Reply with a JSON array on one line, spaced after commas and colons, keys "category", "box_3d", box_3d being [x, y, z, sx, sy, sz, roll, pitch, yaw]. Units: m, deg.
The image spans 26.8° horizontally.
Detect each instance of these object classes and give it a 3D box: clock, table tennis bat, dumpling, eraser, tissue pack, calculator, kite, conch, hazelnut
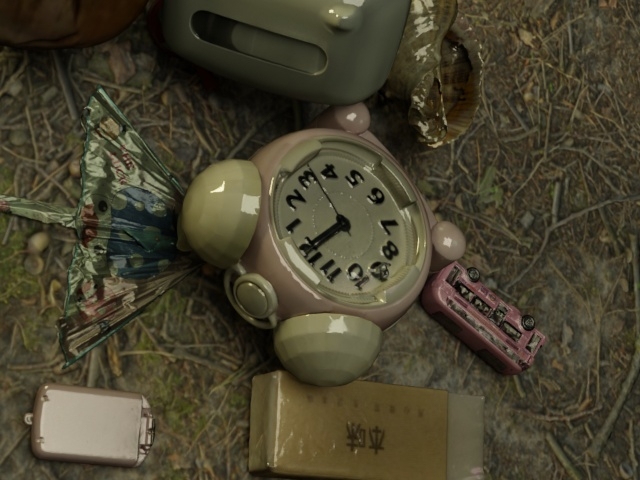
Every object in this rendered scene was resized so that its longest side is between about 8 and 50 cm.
[{"category": "clock", "box_3d": [0.000, 0.000, 1.831, 0.342, 0.184, 0.326, 48, 47, 1]}, {"category": "table tennis bat", "box_3d": [-0.190, -0.284, 1.934, 0.098, 0.019, 0.154, -27, 87, -32]}, {"category": "dumpling", "box_3d": [-0.167, -0.023, 1.846, 0.059, 0.043, 0.077, 27, 57, -40]}, {"category": "eraser", "box_3d": [0.070, 0.270, 1.878, 0.343, 0.078, 0.144, 9, 74, -25]}, {"category": "tissue pack", "box_3d": [-0.051, -0.319, 1.821, 0.333, 0.229, 0.236, 18, 35, 7]}, {"category": "calculator", "box_3d": [-0.295, 0.238, 1.726, 0.175, 0.032, 0.100, 10, 71, -24]}, {"category": "kite", "box_3d": [-0.290, -0.020, 1.811, 0.368, 0.014, 0.406, 11, 71, -24]}, {"category": "conch", "box_3d": [0.136, -0.275, 2.019, 0.210, 0.159, 0.291, 22, 69, -60]}, {"category": "hazelnut", "box_3d": [-0.358, -0.414, 1.711, 0.372, 0.315, 0.372, 10, 72, -32]}]

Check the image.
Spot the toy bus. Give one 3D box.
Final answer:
[{"category": "toy bus", "box_3d": [0.242, 0.116, 2.017, 0.203, 0.063, 0.090, 39, 66, -10]}]
